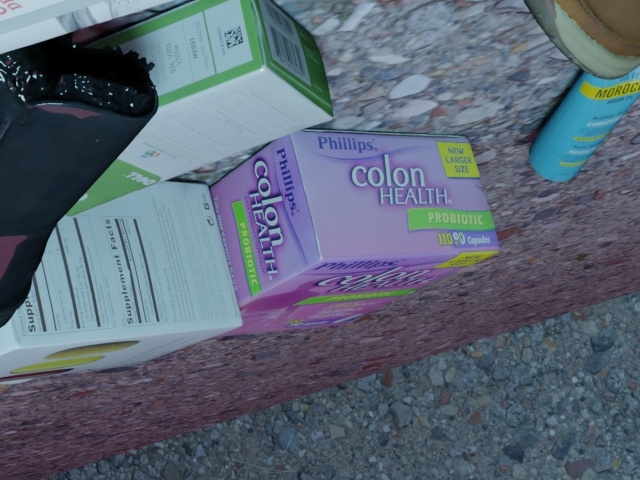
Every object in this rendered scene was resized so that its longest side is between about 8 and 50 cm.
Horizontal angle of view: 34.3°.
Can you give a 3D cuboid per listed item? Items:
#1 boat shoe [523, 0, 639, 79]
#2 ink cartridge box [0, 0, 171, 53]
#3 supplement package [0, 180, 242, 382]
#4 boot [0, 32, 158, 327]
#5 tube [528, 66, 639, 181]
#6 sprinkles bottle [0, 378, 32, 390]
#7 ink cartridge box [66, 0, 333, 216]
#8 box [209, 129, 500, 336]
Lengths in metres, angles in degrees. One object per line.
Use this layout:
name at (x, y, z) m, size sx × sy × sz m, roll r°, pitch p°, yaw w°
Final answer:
boat shoe at (0.203, -0.166, 0.577) m, size 0.120 × 0.122 × 0.324 m, roll -31°, pitch 166°, yaw 35°
ink cartridge box at (-0.090, -0.157, 0.302) m, size 0.283 × 0.117 × 0.207 m, roll -16°, pitch 165°, yaw 7°
supplement package at (-0.202, 0.032, 0.836) m, size 0.139 × 0.134 × 0.244 m, roll -23°, pitch 167°, yaw 33°
boot at (-0.234, -0.068, 0.556) m, size 0.246 × 0.094 × 0.207 m, roll 25°, pitch 124°, yaw -21°
tube at (0.241, -0.120, 0.906) m, size 0.080 × 0.052 × 0.207 m, roll -20°, pitch 161°, yaw -17°
sprinkles bottle at (-0.377, 0.120, 1.056) m, size 0.121 × 0.121 × 0.355 m, roll 0°, pitch 160°, yaw -43°
ink cartridge box at (-0.109, -0.084, 0.664) m, size 0.209 × 0.062 × 0.109 m, roll -19°, pitch 165°, yaw 18°
box at (0.000, 0.000, 0.974) m, size 0.213 × 0.117 × 0.243 m, roll -2°, pitch 161°, yaw -39°
